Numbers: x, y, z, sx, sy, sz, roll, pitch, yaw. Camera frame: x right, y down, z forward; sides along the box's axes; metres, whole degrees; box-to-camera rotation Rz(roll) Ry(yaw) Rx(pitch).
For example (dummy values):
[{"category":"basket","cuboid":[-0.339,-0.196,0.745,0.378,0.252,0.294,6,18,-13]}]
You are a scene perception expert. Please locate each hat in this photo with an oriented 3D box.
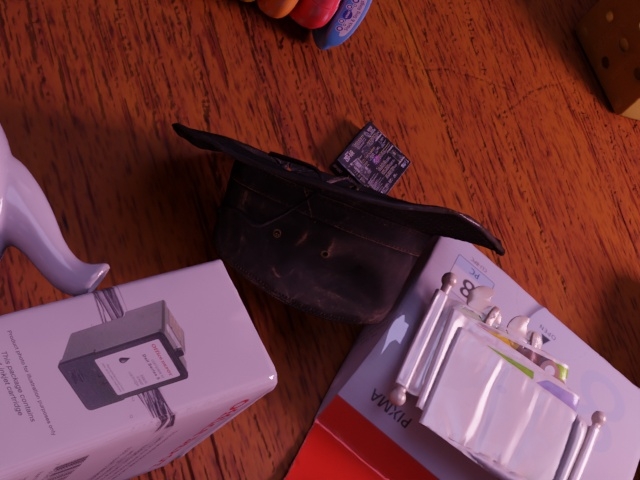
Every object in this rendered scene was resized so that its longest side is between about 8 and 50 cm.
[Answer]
[{"category":"hat","cuboid":[0.000,0.000,1.252,0.331,0.331,0.134,19,91,-27]}]

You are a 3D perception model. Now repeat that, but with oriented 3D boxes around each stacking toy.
[{"category":"stacking toy","cuboid":[-0.095,-0.323,1.424,0.302,0.175,0.166,7,56,-21]}]

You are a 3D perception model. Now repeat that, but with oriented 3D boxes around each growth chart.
[{"category":"growth chart","cuboid":[0.177,0.154,1.296,0.237,0.021,0.172,41,62,-9]}]

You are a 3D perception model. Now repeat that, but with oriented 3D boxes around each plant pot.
[{"category":"plant pot","cuboid":[0.471,-0.272,1.775,0.187,0.212,0.212,-14,72,-28]}]

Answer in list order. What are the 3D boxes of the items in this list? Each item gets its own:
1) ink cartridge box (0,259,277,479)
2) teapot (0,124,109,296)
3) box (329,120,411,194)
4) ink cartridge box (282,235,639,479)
[{"category":"ink cartridge box","cuboid":[-0.200,0.129,1.015,0.273,0.198,0.115,-15,73,-42]},{"category":"teapot","cuboid":[-0.337,0.007,0.976,0.252,0.256,0.187,-4,77,-51]},{"category":"box","cuboid":[0.055,-0.083,1.462,0.067,0.018,0.083,44,46,-7]},{"category":"ink cartridge box","cuboid":[0.151,0.211,1.305,0.308,0.091,0.385,41,46,-9]}]
